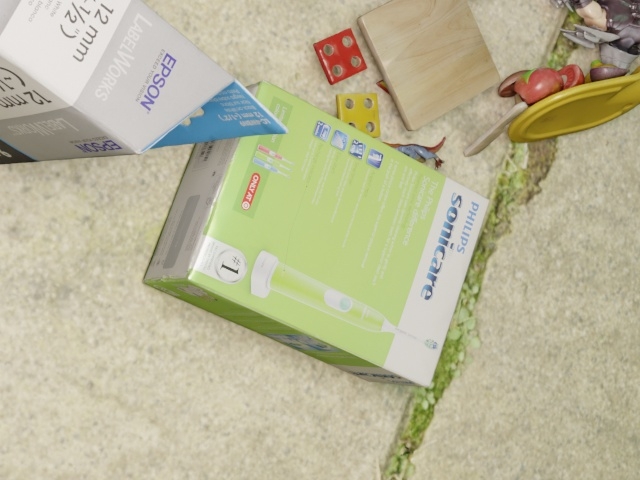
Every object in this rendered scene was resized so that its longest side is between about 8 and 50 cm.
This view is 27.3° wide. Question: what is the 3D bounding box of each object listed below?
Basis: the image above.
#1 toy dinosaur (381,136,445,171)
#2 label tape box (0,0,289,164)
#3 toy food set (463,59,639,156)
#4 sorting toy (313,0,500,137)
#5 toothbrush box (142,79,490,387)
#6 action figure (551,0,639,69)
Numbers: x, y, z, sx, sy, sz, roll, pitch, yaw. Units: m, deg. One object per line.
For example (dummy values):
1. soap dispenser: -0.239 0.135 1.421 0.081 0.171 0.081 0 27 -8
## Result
1. toy dinosaur: 0.087 -0.090 1.413 0.082 0.047 0.090 30 40 -15
2. label tape box: -0.234 -0.138 1.075 0.347 0.249 0.115 39 66 -33
3. toy food set: 0.263 -0.168 1.462 0.218 0.128 0.071 -13 72 -24
4. sorting toy: 0.102 -0.197 1.411 0.274 0.046 0.132 -32 102 -27
5. toothbrush box: 0.000 0.000 1.301 0.283 0.122 0.206 25 76 -24
6. action figure: 0.357 -0.320 1.532 0.185 0.099 0.285 4 96 -35
